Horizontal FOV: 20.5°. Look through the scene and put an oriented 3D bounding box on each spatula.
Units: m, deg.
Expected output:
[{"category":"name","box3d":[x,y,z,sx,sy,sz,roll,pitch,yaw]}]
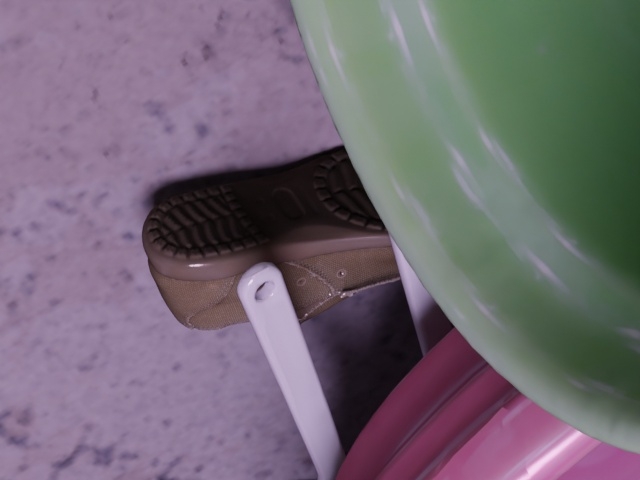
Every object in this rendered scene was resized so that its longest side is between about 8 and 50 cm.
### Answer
[{"category":"spatula","box3d":[0.046,0.047,0.710,0.168,0.019,0.242,-35,146,-12]}]

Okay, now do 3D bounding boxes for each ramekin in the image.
[{"category":"ramekin","box3d":[0.110,-0.106,0.496,0.148,0.303,0.303,-19,134,-22]}]

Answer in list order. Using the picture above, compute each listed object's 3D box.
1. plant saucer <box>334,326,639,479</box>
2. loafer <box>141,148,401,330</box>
[{"category":"plant saucer","box3d":[0.128,0.089,0.725,0.332,0.084,0.332,-25,149,-17]},{"category":"loafer","box3d":[0.000,0.000,0.696,0.148,0.056,0.050,-7,137,-18]}]
